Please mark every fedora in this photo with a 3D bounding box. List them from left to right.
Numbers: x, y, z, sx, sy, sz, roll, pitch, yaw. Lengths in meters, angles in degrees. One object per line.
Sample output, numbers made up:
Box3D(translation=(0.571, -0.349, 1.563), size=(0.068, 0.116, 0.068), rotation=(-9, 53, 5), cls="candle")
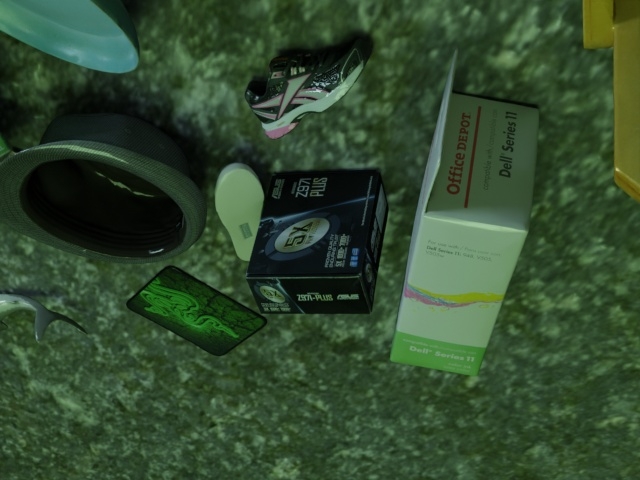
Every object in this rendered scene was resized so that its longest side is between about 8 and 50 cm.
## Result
Box3D(translation=(-0.275, -0.082, 1.318), size=(0.275, 0.124, 0.244), rotation=(16, 142, -17), cls="fedora")

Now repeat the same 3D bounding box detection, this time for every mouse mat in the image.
Box3D(translation=(-0.197, 0.116, 1.617), size=(0.189, 0.007, 0.152), rotation=(32, 136, -20), cls="mouse mat")

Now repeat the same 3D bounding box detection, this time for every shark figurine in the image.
Box3D(translation=(-0.530, 0.137, 1.683), size=(0.278, 0.166, 0.116), rotation=(-22, 157, 12), cls="shark figurine")

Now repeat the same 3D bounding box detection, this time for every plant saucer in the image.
Box3D(translation=(-0.327, -0.278, 1.075), size=(0.317, 0.044, 0.317), rotation=(25, 169, 5), cls="plant saucer")

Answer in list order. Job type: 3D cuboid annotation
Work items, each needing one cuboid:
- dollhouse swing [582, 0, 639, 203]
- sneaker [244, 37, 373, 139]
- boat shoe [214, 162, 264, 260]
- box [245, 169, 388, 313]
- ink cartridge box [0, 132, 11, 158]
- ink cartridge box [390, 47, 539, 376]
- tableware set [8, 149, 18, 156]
Box3D(translation=(0.392, -0.231, 0.839), size=(0.346, 0.305, 0.315), rotation=(0, 138, 15), cls="dollhouse swing")
Box3D(translation=(-0.022, -0.186, 1.180), size=(0.178, 0.072, 0.077), rotation=(-31, 113, 33), cls="sneaker")
Box3D(translation=(-0.102, -0.049, 1.360), size=(0.066, 0.063, 0.184), rotation=(-19, 143, 1), cls="boat shoe")
Box3D(translation=(0.000, 0.000, 1.298), size=(0.147, 0.180, 0.078), rotation=(-1, 139, 16), cls="box")
Box3D(translation=(-0.467, -0.090, 1.257), size=(0.056, 0.171, 0.235), rotation=(58, 160, -10), cls="ink cartridge box")
Box3D(translation=(0.173, -0.025, 1.203), size=(0.119, 0.207, 0.354), rotation=(11, 140, 4), cls="ink cartridge box")
Box3D(translation=(-0.455, -0.075, 1.454), size=(0.141, 0.020, 0.169), rotation=(15, 138, -4), cls="tableware set")
